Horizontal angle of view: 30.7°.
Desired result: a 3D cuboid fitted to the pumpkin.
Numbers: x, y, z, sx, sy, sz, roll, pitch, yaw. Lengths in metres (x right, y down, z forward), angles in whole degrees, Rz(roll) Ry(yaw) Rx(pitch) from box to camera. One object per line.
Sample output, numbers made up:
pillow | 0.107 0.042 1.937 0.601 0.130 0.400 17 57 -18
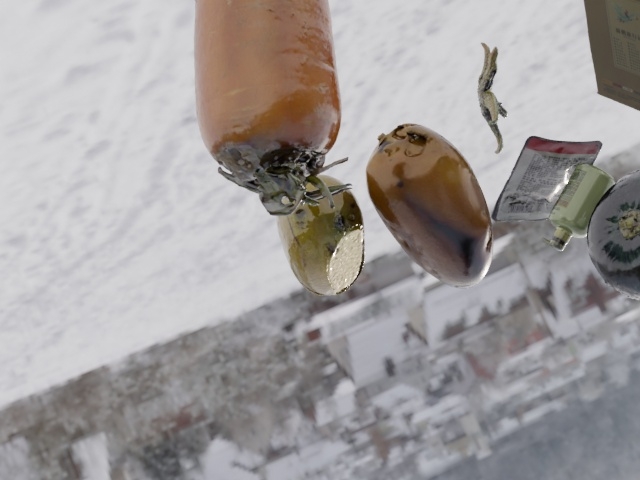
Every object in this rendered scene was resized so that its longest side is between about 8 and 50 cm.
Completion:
pumpkin | 0.562 -0.013 1.965 0.163 0.233 0.233 13 147 -37

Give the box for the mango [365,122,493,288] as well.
mango | 0.179 -0.055 1.820 0.153 0.287 0.201 -48 -153 -21

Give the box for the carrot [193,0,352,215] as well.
carrot | -0.069 -0.185 1.549 0.193 0.331 0.214 -8 165 6

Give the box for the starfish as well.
starfish | 0.321 -0.262 2.170 0.053 0.208 0.176 -11 -154 9

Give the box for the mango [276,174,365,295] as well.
mango | 0.000 0.000 1.882 0.130 0.167 0.262 -24 142 -15

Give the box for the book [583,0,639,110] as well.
book | 0.573 -0.365 2.134 0.021 0.217 0.310 -36 131 -19

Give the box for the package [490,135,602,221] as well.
package | 0.431 -0.113 2.227 0.154 0.030 0.239 1 145 -14

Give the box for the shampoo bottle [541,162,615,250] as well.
shampoo bottle | 0.462 -0.054 2.101 0.162 0.079 0.079 -60 170 -5
